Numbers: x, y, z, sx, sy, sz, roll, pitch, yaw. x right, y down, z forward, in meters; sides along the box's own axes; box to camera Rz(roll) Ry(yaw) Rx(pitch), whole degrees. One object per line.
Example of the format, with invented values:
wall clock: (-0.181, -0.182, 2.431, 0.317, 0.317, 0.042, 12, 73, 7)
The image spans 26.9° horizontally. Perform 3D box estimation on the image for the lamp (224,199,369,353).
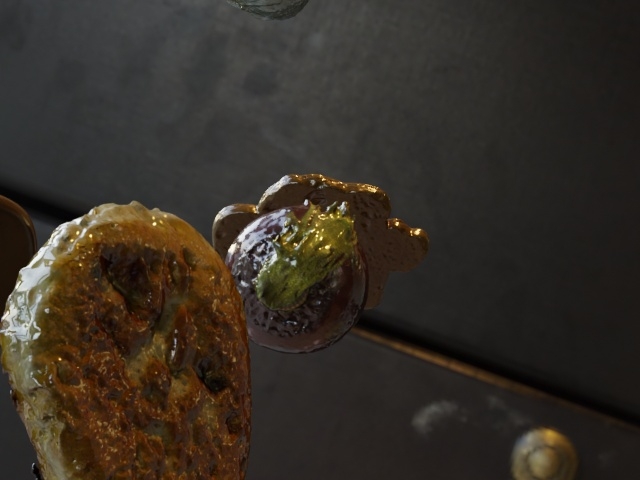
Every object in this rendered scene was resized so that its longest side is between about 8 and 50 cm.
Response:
lamp: (-0.028, 0.043, 1.389, 0.156, 0.157, 0.135, -12, 7, 8)

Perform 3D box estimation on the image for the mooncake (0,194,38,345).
mooncake: (-0.464, 0.030, 1.655, 0.117, 0.235, 0.235, 2, -15, 45)

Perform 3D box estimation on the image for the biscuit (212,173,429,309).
biscuit: (0.000, 0.000, 1.785, 0.290, 0.208, 0.041, 2, 35, 3)

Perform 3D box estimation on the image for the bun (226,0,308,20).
bun: (-0.076, -0.299, 1.512, 0.141, 0.083, 0.141, 35, -2, 1)

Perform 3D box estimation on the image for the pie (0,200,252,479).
pie: (-0.152, 0.114, 1.141, 0.092, 0.315, 0.315, -11, -20, 31)
